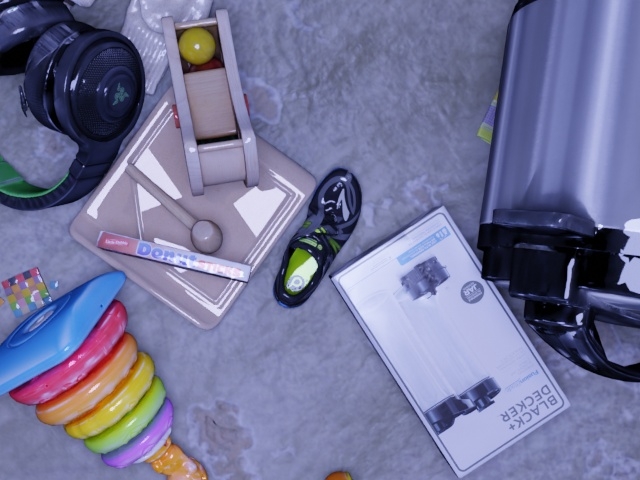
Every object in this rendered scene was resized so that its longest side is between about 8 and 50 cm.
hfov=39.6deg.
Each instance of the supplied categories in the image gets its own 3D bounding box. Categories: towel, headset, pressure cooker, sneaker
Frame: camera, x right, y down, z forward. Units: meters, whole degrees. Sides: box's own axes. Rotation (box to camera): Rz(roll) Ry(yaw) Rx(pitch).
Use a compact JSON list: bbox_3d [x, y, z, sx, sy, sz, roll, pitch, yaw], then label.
[{"bbox_3d":[0.242,-0.158,1.140,0.060,0.009,0.083,29,89,-3],"label":"towel"},{"bbox_3d":[-0.316,-0.209,0.977,0.243,0.185,0.394,40,117,16],"label":"headset"},{"bbox_3d":[0.364,-0.055,0.970,0.369,0.375,0.421,9,87,3],"label":"pressure cooker"},{"bbox_3d":[0.000,0.000,1.096,0.067,0.078,0.188,27,88,-2],"label":"sneaker"}]

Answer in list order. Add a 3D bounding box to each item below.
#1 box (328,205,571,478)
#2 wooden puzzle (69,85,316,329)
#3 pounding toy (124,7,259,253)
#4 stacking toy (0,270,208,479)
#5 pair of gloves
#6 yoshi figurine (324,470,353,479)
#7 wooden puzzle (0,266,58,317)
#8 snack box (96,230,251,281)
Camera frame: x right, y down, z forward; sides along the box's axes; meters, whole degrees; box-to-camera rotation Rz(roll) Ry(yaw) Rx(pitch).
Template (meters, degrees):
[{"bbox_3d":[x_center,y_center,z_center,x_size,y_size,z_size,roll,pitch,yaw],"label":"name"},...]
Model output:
[{"bbox_3d":[0.156,0.121,1.098,0.169,0.087,0.290,-32,91,-2],"label":"box"},{"bbox_3d":[-0.157,-0.043,1.111,0.221,0.044,0.239,36,84,-1],"label":"wooden puzzle"},{"bbox_3d":[-0.156,-0.122,1.015,0.154,0.154,0.270,-10,84,-8],"label":"pounding toy"},{"bbox_3d":[-0.236,0.203,1.065,0.165,0.175,0.302,-29,110,25],"label":"stacking toy"},{"bbox_3d":[-0.254,-0.321,1.104,0.240,0.042,0.204,35,88,-3],"label":"pair of gloves"},{"bbox_3d":[-0.110,0.398,1.047,0.362,0.203,0.203,-24,75,0],"label":"yoshi figurine"},{"bbox_3d":[-0.369,0.066,1.116,0.083,0.006,0.049,-24,91,-2],"label":"wooden puzzle"},{"bbox_3d":[-0.170,0.020,1.050,0.178,0.064,0.022,13,85,-3],"label":"snack box"}]
